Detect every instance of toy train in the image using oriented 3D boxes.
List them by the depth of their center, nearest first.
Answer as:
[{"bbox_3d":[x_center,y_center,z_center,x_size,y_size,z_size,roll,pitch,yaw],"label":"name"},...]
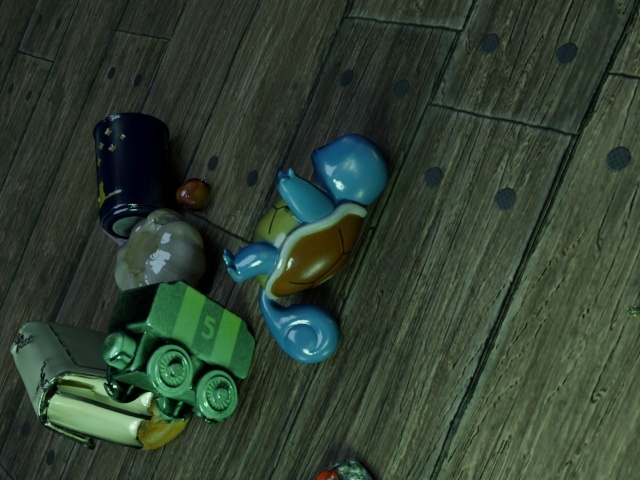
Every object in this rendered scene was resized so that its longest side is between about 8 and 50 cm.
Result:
[{"bbox_3d":[-0.258,0.211,1.504,0.167,0.299,0.238,-13,53,38],"label":"toy train"}]

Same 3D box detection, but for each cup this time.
[{"bbox_3d":[-0.441,-0.126,1.916,0.255,0.179,0.256,110,154,-62],"label":"cup"}]

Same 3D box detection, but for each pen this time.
[{"bbox_3d":[-0.478,-0.009,1.972,0.197,0.032,0.053,25,92,47],"label":"pen"}]

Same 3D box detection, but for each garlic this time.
[{"bbox_3d":[-0.339,0.048,1.734,0.228,0.152,0.227,-24,51,33],"label":"garlic"}]

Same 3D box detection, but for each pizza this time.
[{"bbox_3d":[-0.336,0.350,1.687,0.161,0.063,0.182,49,115,35],"label":"pizza"}]

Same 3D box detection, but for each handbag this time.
[{"bbox_3d":[-0.499,0.290,1.682,0.359,0.237,0.160,22,88,60],"label":"handbag"}]

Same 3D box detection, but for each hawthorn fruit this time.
[{"bbox_3d":[-0.283,-0.103,1.798,0.077,0.077,0.077,-17,63,38],"label":"hawthorn fruit"}]

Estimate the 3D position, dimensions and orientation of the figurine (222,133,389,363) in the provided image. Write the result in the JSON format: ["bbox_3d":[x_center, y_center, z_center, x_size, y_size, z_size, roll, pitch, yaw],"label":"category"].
[{"bbox_3d":[-0.039,-0.004,1.429,0.243,0.298,0.416,17,89,12],"label":"figurine"}]

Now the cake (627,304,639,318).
[{"bbox_3d":[0.458,0.114,1.027,0.140,0.051,0.055,4,79,46],"label":"cake"}]

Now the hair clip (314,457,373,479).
[{"bbox_3d":[-0.030,0.496,1.315,0.321,0.091,0.138,-57,43,9],"label":"hair clip"}]
